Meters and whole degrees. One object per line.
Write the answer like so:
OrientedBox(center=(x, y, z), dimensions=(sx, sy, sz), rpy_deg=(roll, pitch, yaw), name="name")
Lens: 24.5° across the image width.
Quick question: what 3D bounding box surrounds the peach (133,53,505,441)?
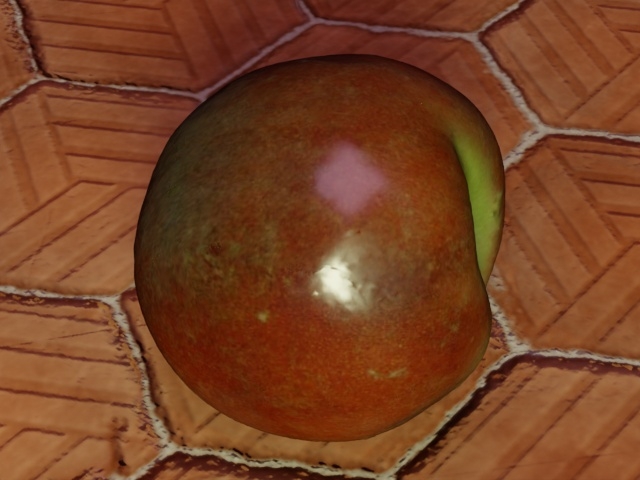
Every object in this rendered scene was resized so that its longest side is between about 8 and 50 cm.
OrientedBox(center=(0.000, 0.000, 0.954), dimensions=(0.252, 0.252, 0.252), rpy_deg=(0, 42, 0), name="peach")
